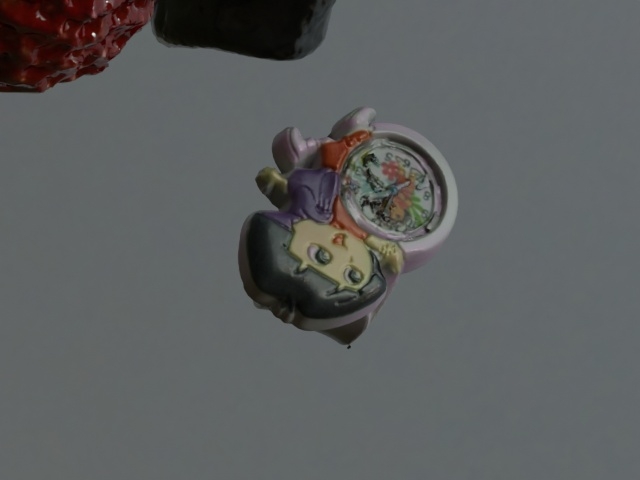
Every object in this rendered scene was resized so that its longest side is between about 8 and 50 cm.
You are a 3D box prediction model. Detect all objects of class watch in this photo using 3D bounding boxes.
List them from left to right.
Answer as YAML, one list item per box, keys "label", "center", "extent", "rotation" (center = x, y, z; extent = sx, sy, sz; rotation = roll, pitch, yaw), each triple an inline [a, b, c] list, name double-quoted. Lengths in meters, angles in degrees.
- label: "watch"
  center: [0.000, 0.000, 1.883]
  extent: [0.196, 0.244, 0.231]
  rotation: [27, -24, -12]

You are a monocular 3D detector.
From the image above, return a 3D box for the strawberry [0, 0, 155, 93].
- label: "strawberry"
  center: [-0.201, -0.259, 1.260]
  extent: [0.351, 0.312, 0.267]
  rotation: [-36, -116, 42]

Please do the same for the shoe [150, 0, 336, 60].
- label: "shoe"
  center: [-0.048, -0.298, 1.914]
  extent: [0.384, 0.171, 0.237]
  rotation: [-5, -79, 49]
